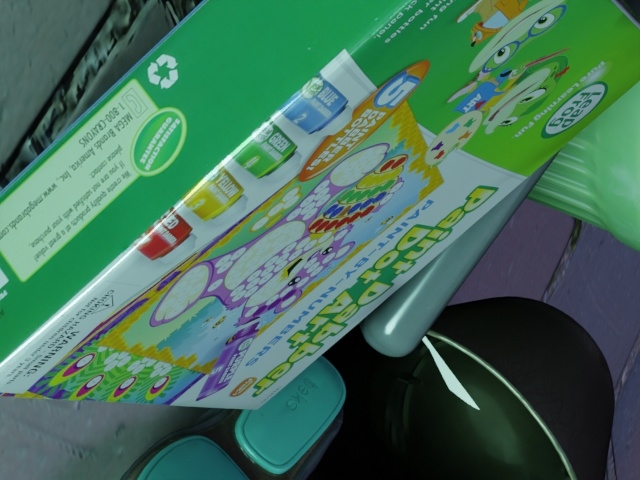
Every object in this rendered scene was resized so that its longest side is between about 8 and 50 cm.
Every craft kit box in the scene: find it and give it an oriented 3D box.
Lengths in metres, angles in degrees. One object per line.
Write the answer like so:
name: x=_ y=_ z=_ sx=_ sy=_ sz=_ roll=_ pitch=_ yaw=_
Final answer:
craft kit box: x=0.002 y=-0.032 z=0.712 sx=0.250 sy=0.061 sz=0.246 roll=-42 pitch=164 yaw=13

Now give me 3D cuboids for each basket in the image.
basket: x=0.087 y=0.116 z=1.040 sx=0.154 sy=0.204 sz=0.227 roll=-38 pitch=176 yaw=20

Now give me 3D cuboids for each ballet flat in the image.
ballet flat: x=-0.049 y=0.115 z=0.845 sx=0.203 sy=0.074 sz=0.074 roll=-42 pitch=143 yaw=-60

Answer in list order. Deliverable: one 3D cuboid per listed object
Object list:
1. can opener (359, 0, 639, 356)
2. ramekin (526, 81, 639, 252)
can opener: x=0.091 y=-0.068 z=0.858 sx=0.280 sy=0.074 sz=0.093 roll=-53 pitch=-170 yaw=11
ramekin: x=0.169 y=-0.154 z=1.048 sx=0.303 sy=0.148 sz=0.303 roll=-47 pitch=146 yaw=-46
